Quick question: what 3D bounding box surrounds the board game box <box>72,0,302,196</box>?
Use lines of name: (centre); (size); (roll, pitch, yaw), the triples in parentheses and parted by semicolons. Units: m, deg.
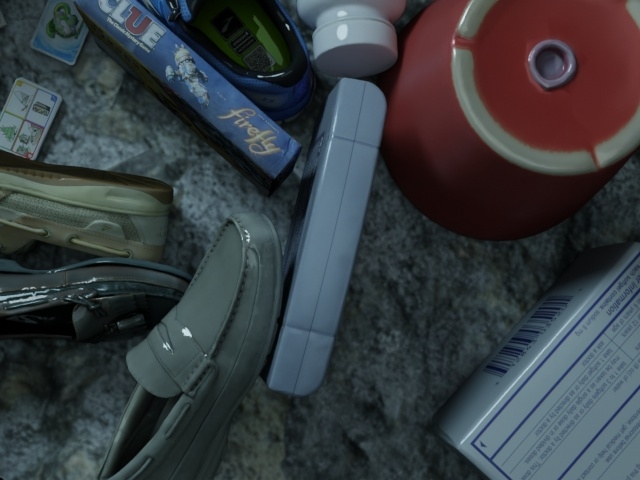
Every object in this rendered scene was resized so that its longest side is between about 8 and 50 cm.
board game box: (-0.125, -0.145, 0.996); (0.243, 0.165, 0.042); (42, 85, -2)

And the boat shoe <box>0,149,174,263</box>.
boat shoe: (-0.301, -0.031, 1.007); (0.302, 0.109, 0.098); (8, 102, -9)

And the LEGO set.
LEGO set: (-0.336, -0.228, 1.056); (0.182, 0.060, 0.244); (23, 87, -15)

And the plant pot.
plant pot: (0.196, -0.143, 0.981); (0.274, 0.243, 0.275); (0, 87, -4)

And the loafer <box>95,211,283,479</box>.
loafer: (-0.124, 0.118, 0.957); (0.111, 0.112, 0.320); (11, 110, -29)

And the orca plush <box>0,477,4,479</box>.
orca plush: (-0.355, 0.224, 0.992); (0.287, 0.151, 0.102); (11, 55, -1)

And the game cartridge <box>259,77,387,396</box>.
game cartridge: (0.000, 0.000, 0.982); (0.060, 0.196, 0.294); (13, 86, -3)

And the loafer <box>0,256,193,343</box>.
loafer: (-0.254, 0.073, 0.996); (0.267, 0.096, 0.084); (2, 47, -5)

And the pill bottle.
pill bottle: (0.029, -0.266, 1.025); (0.111, 0.112, 0.187); (-2, 76, -4)

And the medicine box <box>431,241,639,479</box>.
medicine box: (0.309, 0.194, 1.017); (0.289, 0.149, 0.263); (43, 85, -1)

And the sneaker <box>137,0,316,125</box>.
sneaker: (-0.124, -0.261, 1.007); (0.330, 0.147, 0.130); (42, 79, -2)
